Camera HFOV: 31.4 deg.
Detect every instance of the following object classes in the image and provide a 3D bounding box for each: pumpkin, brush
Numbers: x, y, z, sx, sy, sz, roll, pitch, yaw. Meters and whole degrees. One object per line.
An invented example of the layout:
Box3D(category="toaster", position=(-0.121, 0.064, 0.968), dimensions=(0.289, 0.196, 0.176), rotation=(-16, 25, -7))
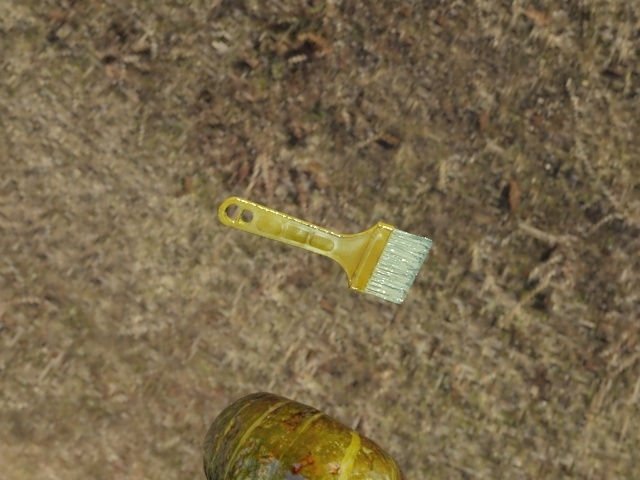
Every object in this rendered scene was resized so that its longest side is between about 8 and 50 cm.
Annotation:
Box3D(category="pumpkin", position=(-0.013, 0.248, 1.092), dimensions=(0.219, 0.162, 0.219), rotation=(31, 167, 8))
Box3D(category="brush", position=(0.000, 0.000, 1.163), dimensions=(0.218, 0.010, 0.082), rotation=(19, 110, -9))
